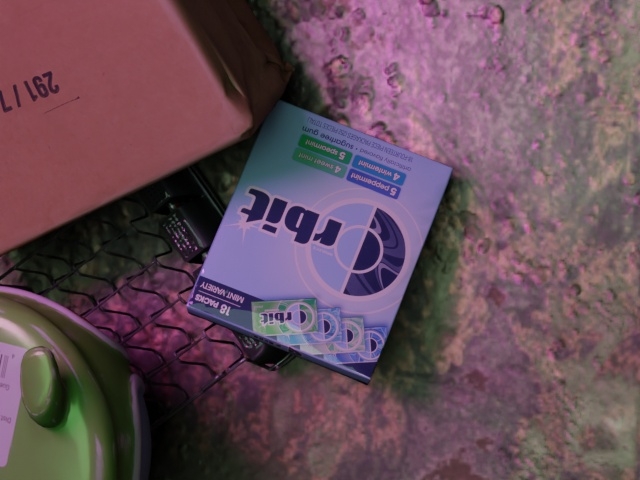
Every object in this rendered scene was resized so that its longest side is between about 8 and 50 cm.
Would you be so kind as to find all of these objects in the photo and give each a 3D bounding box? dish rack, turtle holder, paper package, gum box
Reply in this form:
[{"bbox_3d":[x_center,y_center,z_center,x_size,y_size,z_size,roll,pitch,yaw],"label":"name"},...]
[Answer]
[{"bbox_3d":[-0.177,0.078,1.321,0.271,0.074,0.208,-37,80,13],"label":"dish rack"},{"bbox_3d":[-0.231,0.194,1.182,0.243,0.227,0.320,-18,86,15],"label":"turtle holder"},{"bbox_3d":[-0.243,-0.169,1.222,0.325,0.168,0.309,-25,109,19],"label":"paper package"},{"bbox_3d":[0.000,0.000,1.251,0.157,0.041,0.184,22,79,3],"label":"gum box"}]
